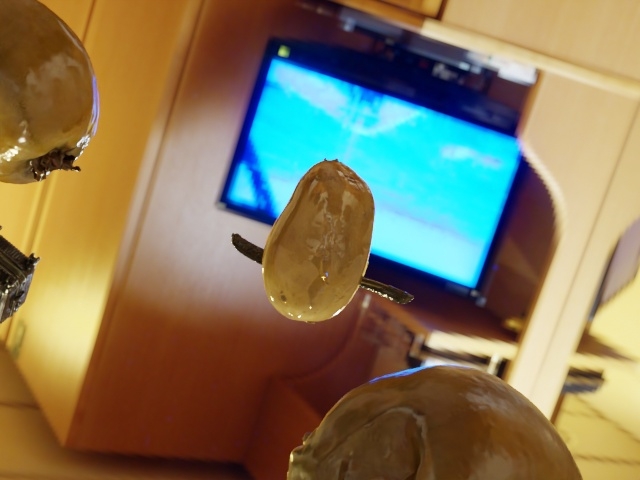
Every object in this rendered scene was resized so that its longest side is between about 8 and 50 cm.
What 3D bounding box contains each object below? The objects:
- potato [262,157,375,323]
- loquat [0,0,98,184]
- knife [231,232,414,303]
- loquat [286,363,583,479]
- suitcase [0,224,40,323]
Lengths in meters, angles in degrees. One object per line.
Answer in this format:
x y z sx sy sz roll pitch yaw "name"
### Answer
0.000 0.000 1.349 0.118 0.178 0.109 18 179 -36 "potato"
-0.332 -0.161 1.344 0.234 0.187 0.176 50 -130 2 "loquat"
0.000 0.034 1.436 0.222 0.021 0.045 18 -153 1 "knife"
0.074 0.169 0.775 0.179 0.179 0.227 26 171 33 "loquat"
-0.401 0.044 1.559 0.086 0.126 0.059 40 -124 3 "suitcase"
